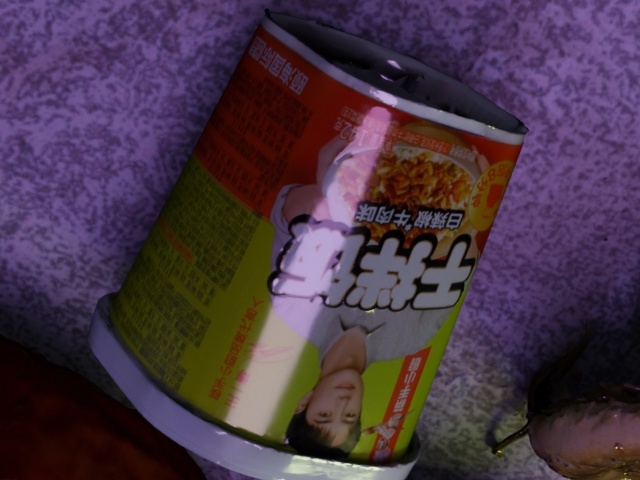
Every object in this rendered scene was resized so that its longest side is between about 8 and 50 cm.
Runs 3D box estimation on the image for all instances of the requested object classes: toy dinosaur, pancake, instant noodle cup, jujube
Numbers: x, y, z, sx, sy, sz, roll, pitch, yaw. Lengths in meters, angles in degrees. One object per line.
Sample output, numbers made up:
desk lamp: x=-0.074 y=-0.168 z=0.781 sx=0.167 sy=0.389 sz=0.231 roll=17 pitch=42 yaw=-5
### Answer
toy dinosaur: x=0.222 y=0.143 z=1.530 sx=0.058 sy=0.037 sz=0.180 roll=18 pitch=114 yaw=-18
pancake: x=0.363 y=0.192 z=1.418 sx=0.382 sy=0.382 sz=0.071 roll=12 pitch=75 yaw=-10
instant noodle cup: x=0.000 y=0.000 z=1.321 sx=0.294 sy=0.294 sz=0.308 roll=21 pitch=104 yaw=-14
jujube: x=-0.231 y=0.248 z=1.408 sx=0.276 sy=0.276 sz=0.377 roll=-42 pitch=112 yaw=15
